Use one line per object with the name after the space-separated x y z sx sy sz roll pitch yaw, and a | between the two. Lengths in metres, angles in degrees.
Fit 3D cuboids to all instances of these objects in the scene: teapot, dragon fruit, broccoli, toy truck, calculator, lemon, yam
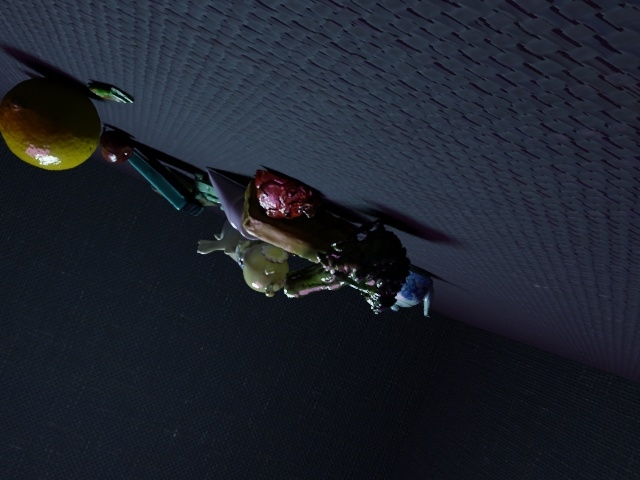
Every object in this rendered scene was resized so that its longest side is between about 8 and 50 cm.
0.247 0.145 1.919 0.232 0.158 0.159 23 176 3 | teapot
-0.061 -0.078 1.260 0.106 0.083 0.162 18 172 30 | dragon fruit
0.037 0.069 1.234 0.275 0.177 0.198 -14 177 14 | broccoli
-0.291 -0.145 1.766 0.154 0.080 0.078 21 -158 26 | toy truck
-0.460 -0.173 1.852 0.248 0.058 0.274 45 178 2 | calculator
-0.527 -0.228 1.226 0.178 0.178 0.203 22 174 15 | lemon
-0.469 -0.170 2.181 0.106 0.106 0.259 20 173 36 | yam

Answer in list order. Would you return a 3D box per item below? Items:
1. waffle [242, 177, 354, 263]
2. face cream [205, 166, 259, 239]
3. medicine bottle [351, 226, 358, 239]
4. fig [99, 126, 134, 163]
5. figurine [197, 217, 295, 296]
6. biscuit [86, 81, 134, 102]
-0.047 -0.031 1.387 0.274 0.057 0.168 25 -151 -20 | waffle
-0.204 -0.092 1.557 0.154 0.096 0.274 51 174 -33 | face cream
-0.023 -0.030 1.580 0.258 0.079 0.124 24 160 9 | medicine bottle
-0.555 -0.263 1.662 0.125 0.089 0.089 41 -178 19 | fig
-0.181 0.033 1.647 0.275 0.226 0.394 -4 -157 -14 | figurine
-0.366 -0.255 1.083 0.089 0.016 0.046 20 175 35 | biscuit
